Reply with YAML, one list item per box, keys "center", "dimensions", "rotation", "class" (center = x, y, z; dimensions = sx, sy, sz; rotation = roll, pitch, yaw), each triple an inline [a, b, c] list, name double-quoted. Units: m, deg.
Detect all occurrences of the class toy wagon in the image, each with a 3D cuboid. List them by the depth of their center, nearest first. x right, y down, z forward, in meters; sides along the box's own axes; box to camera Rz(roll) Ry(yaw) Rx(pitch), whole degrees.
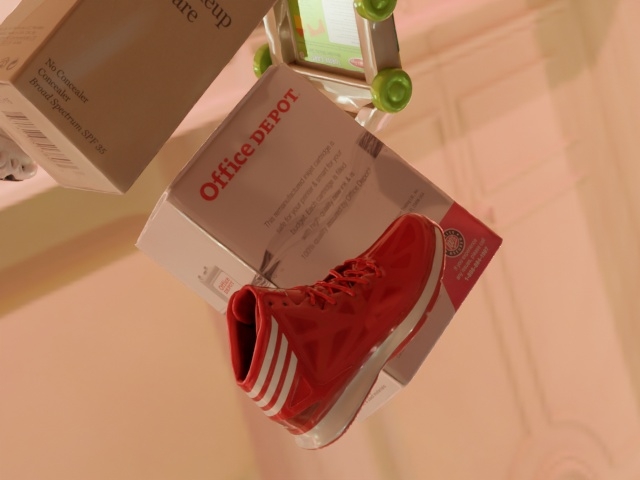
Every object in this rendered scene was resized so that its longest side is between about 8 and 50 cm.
- center: [0.012, -0.226, 2.122]
  dimensions: [0.068, 0.267, 0.344]
  rotation: [-27, -62, -30]
  class: "toy wagon"

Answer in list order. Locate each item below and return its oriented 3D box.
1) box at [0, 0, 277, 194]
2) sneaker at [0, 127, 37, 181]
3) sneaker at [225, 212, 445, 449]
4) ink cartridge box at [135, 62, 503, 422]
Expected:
- center: [-0.148, -0.202, 1.445]
  dimensions: [0.148, 0.121, 0.311]
  rotation: [45, -110, -29]
  class: "box"
- center: [-0.374, -0.147, 1.629]
  dimensions: [0.292, 0.110, 0.118]
  rotation: [36, -113, -44]
  class: "sneaker"
- center: [0.009, 0.045, 1.353]
  dimensions: [0.128, 0.087, 0.221]
  rotation: [41, -116, -28]
  class: "sneaker"
- center: [0.000, 0.000, 1.610]
  dimensions: [0.283, 0.117, 0.207]
  rotation: [39, -123, -2]
  class: "ink cartridge box"
